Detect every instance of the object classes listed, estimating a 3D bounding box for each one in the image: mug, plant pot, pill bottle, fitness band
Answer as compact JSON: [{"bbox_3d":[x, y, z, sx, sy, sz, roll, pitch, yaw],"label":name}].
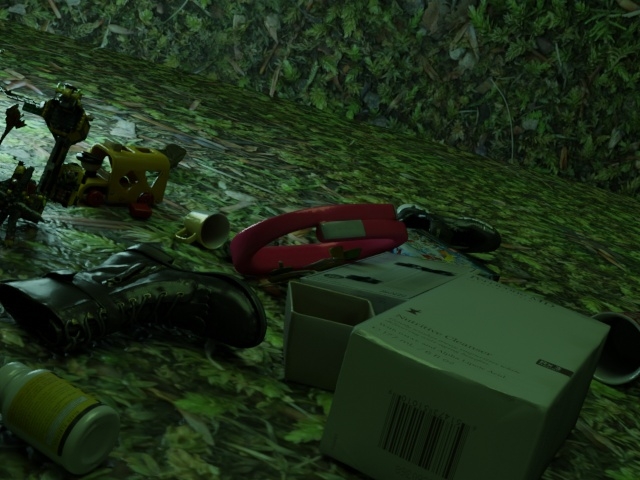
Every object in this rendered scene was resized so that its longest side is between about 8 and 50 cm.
[{"bbox_3d":[-0.198,-0.024,1.468,0.064,0.062,0.078,21,8,43],"label":"mug"},{"bbox_3d":[0.003,0.123,1.102,0.109,0.096,0.109,14,16,-8],"label":"plant pot"},{"bbox_3d":[0.482,0.158,1.461,0.150,0.113,0.169,28,16,30],"label":"mug"},{"bbox_3d":[-0.242,0.155,0.800,0.116,0.065,0.065,24,17,24],"label":"pill bottle"},{"bbox_3d":[0.000,0.000,1.377,0.291,0.054,0.209,-2,-16,-40],"label":"fitness band"}]

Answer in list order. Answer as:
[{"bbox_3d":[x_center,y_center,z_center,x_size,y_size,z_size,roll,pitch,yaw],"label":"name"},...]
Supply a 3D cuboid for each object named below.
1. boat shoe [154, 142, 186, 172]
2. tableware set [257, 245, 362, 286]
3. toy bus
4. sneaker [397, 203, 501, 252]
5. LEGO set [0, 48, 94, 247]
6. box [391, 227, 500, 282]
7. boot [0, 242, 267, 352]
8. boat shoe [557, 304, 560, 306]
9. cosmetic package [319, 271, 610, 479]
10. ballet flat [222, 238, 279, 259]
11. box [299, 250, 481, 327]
[{"bbox_3d":[-0.328,-0.161,1.842,0.056,0.048,0.153,31,24,5],"label":"boat shoe"},{"bbox_3d":[-0.016,0.036,1.348,0.154,0.024,0.104,-23,-13,40],"label":"tableware set"},{"bbox_3d":[-0.363,-0.123,1.545,0.191,0.104,0.202,16,15,-3],"label":"toy bus"},{"bbox_3d":[0.262,-0.014,1.882,0.234,0.078,0.106,16,18,11],"label":"sneaker"},{"bbox_3d":[-0.493,-0.159,1.254,0.331,0.254,0.192,27,-12,-3],"label":"LEGO set"},{"bbox_3d":[0.205,0.035,1.703,0.159,0.044,0.233,4,20,-37],"label":"box"},{"bbox_3d":[-0.222,0.088,1.048,0.263,0.091,0.229,20,21,26],"label":"boot"},{"bbox_3d":[0.321,0.121,1.482,0.190,0.072,0.068,6,20,-34],"label":"boat shoe"},{"bbox_3d":[0.186,0.165,1.041,0.217,0.156,0.385,21,17,21],"label":"cosmetic package"},{"bbox_3d":[-0.108,0.020,1.461,0.114,0.041,0.041,1,23,-44],"label":"ballet flat"},{"bbox_3d":[0.107,0.088,1.292,0.169,0.087,0.290,11,12,26],"label":"box"}]
